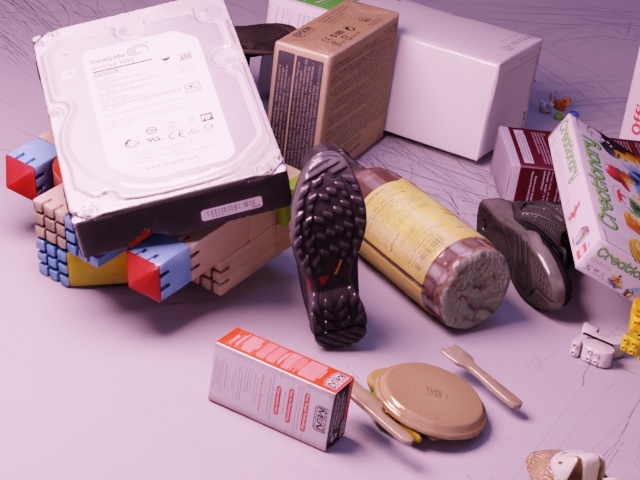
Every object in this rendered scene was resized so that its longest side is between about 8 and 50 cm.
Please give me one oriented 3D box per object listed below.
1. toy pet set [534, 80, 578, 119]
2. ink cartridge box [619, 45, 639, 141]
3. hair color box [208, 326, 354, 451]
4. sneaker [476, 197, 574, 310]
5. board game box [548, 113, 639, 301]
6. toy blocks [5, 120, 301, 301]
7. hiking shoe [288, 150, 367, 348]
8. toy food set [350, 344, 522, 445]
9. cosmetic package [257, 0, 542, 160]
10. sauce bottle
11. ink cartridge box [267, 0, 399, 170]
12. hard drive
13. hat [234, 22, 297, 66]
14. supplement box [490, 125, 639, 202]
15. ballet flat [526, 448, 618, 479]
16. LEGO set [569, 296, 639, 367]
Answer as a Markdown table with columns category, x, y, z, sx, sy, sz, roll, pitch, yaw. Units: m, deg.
| category | x | y | z | sx | sy | sz | roll | pitch | yaw |
| --- | --- | --- | --- | --- | --- | --- | --- | --- | --- |
| toy pet set | 0.324 | -0.234 | 2.478 | 0.122 | 0.065 | 0.114 | -10 | 32 | -33 |
| ink cartridge box | 0.592 | -0.198 | 2.341 | 0.272 | 0.198 | 0.114 | 26 | 33 | 31 |
| hair color box | -0.041 | 0.148 | 1.614 | 0.141 | 0.072 | 0.043 | 22 | 30 | 23 |
| sneaker | 0.284 | 0.010 | 1.966 | 0.130 | 0.087 | 0.227 | -5 | 24 | -12 |
| board game box | 0.384 | -0.022 | 1.984 | 0.193 | 0.053 | 0.305 | 29 | 29 | -17 |
| toy blocks | -0.213 | -0.037 | 1.842 | 0.381 | 0.191 | 0.261 | 26 | 42 | 30 |
| hiking shoe | 0.000 | 0.000 | 1.753 | 0.086 | 0.227 | 0.114 | -7 | 26 | -12 |
| toy food set | 0.109 | 0.170 | 1.666 | 0.192 | 0.039 | 0.132 | -10 | 39 | -42 |
| cosmetic package | 0.116 | -0.257 | 2.362 | 0.365 | 0.155 | 0.197 | 18 | 24 | 20 |
| sauce bottle | 0.089 | -0.020 | 1.937 | 0.111 | 0.111 | 0.344 | -9 | 34 | -31 |
| ink cartridge box | 0.015 | -0.201 | 2.176 | 0.088 | 0.193 | 0.234 | 18 | 28 | 19 |
| hard drive | -0.184 | -0.140 | 1.798 | 0.236 | 0.064 | 0.339 | -14 | 44 | -6 |
| hat | -0.187 | -0.209 | 2.198 | 0.331 | 0.134 | 0.331 | -5 | 14 | 1 |
| supplement box | 0.362 | -0.088 | 2.196 | 0.239 | 0.073 | 0.130 | 6 | 28 | -5 |
| ballet flat | 0.264 | 0.242 | 1.528 | 0.073 | 0.067 | 0.206 | -6 | 30 | -25 |
| LEGO set | 0.374 | 0.129 | 1.763 | 0.227 | 0.087 | 0.093 | 24 | 30 | 29 |
